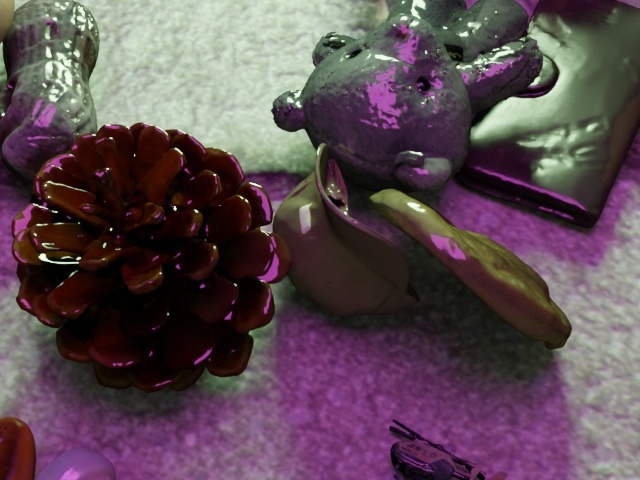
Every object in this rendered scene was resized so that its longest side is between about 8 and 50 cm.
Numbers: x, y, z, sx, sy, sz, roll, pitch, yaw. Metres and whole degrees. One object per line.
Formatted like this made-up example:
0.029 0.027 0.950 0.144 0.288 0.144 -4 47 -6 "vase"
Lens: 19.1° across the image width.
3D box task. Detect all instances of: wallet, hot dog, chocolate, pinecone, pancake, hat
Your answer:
0.263 -0.150 1.996 0.165 0.042 0.309 23 54 12 "wallet"
-0.295 0.218 1.660 0.090 0.060 0.140 1 45 2 "hot dog"
-0.274 -0.153 1.922 0.110 0.110 0.248 2 52 -2 "chocolate"
-0.165 0.011 1.714 0.264 0.264 0.264 2 52 -2 "pinecone"
0.143 0.014 1.762 0.242 0.242 0.050 42 95 25 "pancake"
0.000 0.000 1.753 0.144 0.173 0.166 -40 70 18 "hat"

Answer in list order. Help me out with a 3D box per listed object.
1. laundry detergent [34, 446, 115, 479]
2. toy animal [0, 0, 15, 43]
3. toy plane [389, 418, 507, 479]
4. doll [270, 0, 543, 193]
-0.114 0.303 1.584 0.159 0.088 0.335 -31 60 -30 "laundry detergent"
-0.390 -0.178 1.880 0.166 0.154 0.250 14 78 11 "toy animal"
0.108 0.204 1.715 0.121 0.031 0.049 24 46 18 "toy plane"
0.094 -0.186 1.929 0.246 0.158 0.340 15 48 24 "doll"
